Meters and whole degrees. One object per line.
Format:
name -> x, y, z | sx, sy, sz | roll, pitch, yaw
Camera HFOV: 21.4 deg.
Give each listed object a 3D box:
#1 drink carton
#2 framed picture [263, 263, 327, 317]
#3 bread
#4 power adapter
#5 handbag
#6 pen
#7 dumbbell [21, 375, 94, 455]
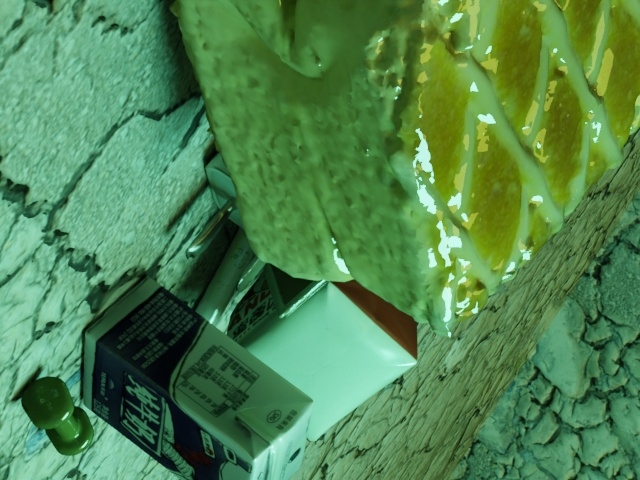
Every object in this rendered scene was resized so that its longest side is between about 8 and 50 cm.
drink carton -> -0.122, 0.159, 1.671 | 0.102, 0.222, 0.134 | -43, 159, -35
framed picture -> 0.000, 0.000, 1.743 | 0.142, 0.011, 0.183 | -41, -158, 7
bread -> 0.101, -0.180, 1.431 | 0.371, 0.279, 0.390 | -41, 141, -28
power adapter -> -0.044, -0.042, 1.670 | 0.205, 0.130, 0.125 | -49, 162, -16
handbag -> 0.001, 0.056, 1.854 | 0.171, 0.151, 0.298 | -39, -157, 22
pen -> -0.123, 0.080, 1.845 | 0.269, 0.033, 0.033 | -61, 162, 17
dumbbell -> -0.252, 0.171, 1.635 | 0.046, 0.052, 0.118 | -29, 157, -7
